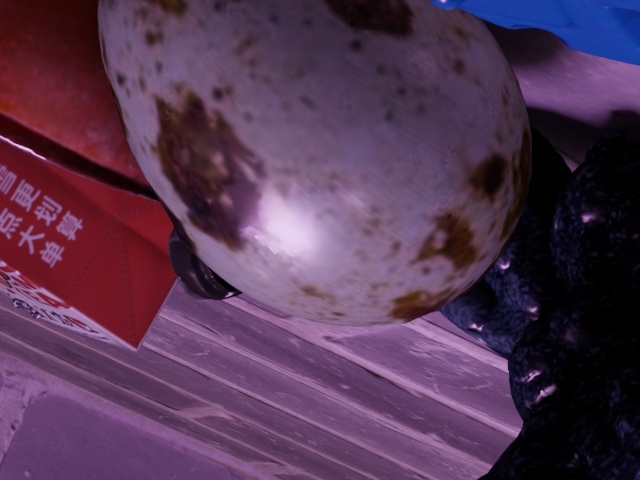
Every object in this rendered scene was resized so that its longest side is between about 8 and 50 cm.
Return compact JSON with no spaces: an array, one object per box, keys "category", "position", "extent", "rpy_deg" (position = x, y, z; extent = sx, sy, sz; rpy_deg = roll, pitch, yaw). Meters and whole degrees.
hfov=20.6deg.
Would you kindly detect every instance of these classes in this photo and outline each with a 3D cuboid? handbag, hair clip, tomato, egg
[{"category":"handbag","position":[-0.229,-0.059,1.201],"extent":[0.298,0.151,0.171],"rpy_deg":[36,167,-31]},{"category":"hair clip","position":[0.148,0.068,0.868],"extent":[0.206,0.310,0.194],"rpy_deg":[-27,137,31]},{"category":"tomato","position":[-0.134,-0.114,0.902],"extent":[0.228,0.112,0.199],"rpy_deg":[39,-169,38]},{"category":"egg","position":[-0.005,-0.061,0.798],"extent":[0.231,0.169,0.169],"rpy_deg":[46,158,-23]}]

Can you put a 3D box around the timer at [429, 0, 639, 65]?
[{"category":"timer","position":[0.113,-0.139,0.435],"extent":[0.309,0.115,0.340],"rpy_deg":[13,163,24]}]

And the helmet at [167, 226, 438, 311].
[{"category":"helmet","position":[-0.006,-0.016,1.105],"extent":[0.177,0.107,0.153],"rpy_deg":[6,166,-12]}]
